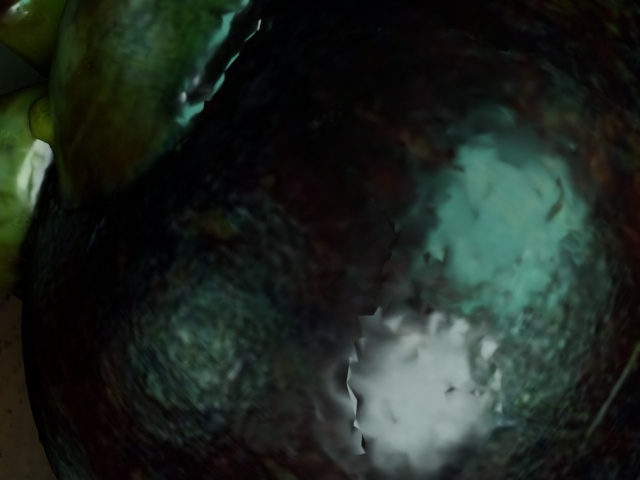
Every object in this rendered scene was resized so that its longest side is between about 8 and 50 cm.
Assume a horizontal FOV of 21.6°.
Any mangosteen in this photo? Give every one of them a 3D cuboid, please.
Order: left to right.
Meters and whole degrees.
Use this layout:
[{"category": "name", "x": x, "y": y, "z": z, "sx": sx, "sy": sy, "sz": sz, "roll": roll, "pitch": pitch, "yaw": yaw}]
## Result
[{"category": "mangosteen", "x": 0.013, "y": 0.005, "z": 0.656, "sx": 0.330, "sy": 0.330, "sz": 0.330, "roll": 12, "pitch": 67, "yaw": -29}]
